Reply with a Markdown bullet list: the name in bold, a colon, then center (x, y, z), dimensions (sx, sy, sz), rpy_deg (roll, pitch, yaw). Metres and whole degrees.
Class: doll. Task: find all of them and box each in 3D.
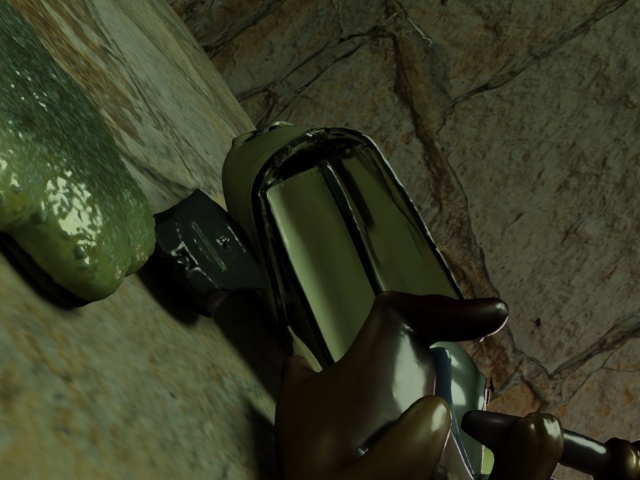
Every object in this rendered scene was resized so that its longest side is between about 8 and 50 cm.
- **doll**: center (0.126, 0.182, 0.733), dimensions (0.339, 0.209, 0.318), rpy_deg (39, -19, -4)

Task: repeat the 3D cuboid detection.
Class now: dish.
- **dish**: center (0.134, 0.191, 1.094), dimensions (0.229, 0.081, 0.229), rpy_deg (3, 90, -81)

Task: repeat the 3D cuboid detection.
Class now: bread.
- **bread**: center (-0.166, -0.060, 0.623), dimensions (0.207, 0.056, 0.286), rpy_deg (51, 6, -32)

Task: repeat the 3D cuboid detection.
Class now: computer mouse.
- **computer mouse**: center (-0.098, 0.014, 0.830), dimensions (0.099, 0.057, 0.172), rpy_deg (58, 13, 2)

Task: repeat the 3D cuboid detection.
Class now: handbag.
- **handbag**: center (0.000, 0.000, 1.061), dimensions (0.237, 0.160, 0.358), rpy_deg (66, -6, -10)

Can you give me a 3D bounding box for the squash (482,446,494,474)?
- **squash**: center (0.204, 0.324, 1.204), dimensions (0.237, 0.204, 0.155), rpy_deg (56, -18, 39)
